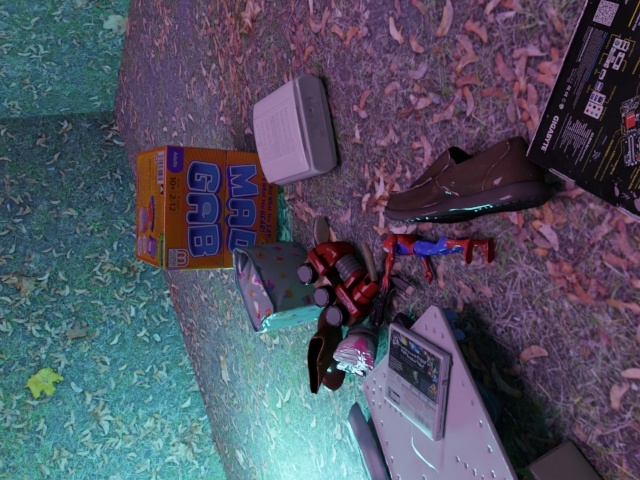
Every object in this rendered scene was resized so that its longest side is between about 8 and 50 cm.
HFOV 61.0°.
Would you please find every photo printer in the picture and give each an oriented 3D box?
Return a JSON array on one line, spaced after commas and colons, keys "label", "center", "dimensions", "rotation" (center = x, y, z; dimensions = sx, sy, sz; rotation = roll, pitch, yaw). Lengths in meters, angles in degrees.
[{"label": "photo printer", "center": [-0.086, -0.290, 1.506], "dimensions": [0.307, 0.107, 0.256], "rotation": [-6, 95, 60]}]

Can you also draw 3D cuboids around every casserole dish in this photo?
[{"label": "casserole dish", "center": [0.323, 0.368, 1.143], "dimensions": [0.114, 0.037, 0.188], "rotation": [43, 136, 44]}]

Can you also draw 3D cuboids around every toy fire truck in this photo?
[{"label": "toy fire truck", "center": [0.070, 0.073, 1.375], "dimensions": [0.246, 0.158, 0.217], "rotation": [-51, 61, 30]}]

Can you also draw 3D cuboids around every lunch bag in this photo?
[{"label": "lunch bag", "center": [-0.125, 0.119, 1.611], "dimensions": [0.262, 0.223, 0.160], "rotation": [61, 138, 26]}]

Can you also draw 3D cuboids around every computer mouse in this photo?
[{"label": "computer mouse", "center": [0.211, 0.192, 1.251], "dimensions": [0.262, 0.060, 0.184], "rotation": [48, 135, 48]}]

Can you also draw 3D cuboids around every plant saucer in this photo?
[{"label": "plant saucer", "center": [0.131, 0.580, 1.410], "dimensions": [0.317, 0.043, 0.318], "rotation": [162, 90, -83]}]

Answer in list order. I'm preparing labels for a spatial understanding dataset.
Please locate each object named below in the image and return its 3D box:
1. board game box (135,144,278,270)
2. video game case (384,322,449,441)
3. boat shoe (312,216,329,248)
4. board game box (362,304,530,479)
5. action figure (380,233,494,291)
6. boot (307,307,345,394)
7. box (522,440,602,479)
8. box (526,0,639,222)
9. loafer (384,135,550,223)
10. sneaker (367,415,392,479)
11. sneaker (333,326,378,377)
[{"label": "board game box", "center": [-0.376, -0.103, 1.757], "dimensions": [0.356, 0.356, 0.357], "rotation": [8, 97, 58]}, {"label": "video game case", "center": [0.190, 0.278, 1.097], "dimensions": [0.190, 0.022, 0.173], "rotation": [-154, 64, -64]}, {"label": "boat shoe", "center": [0.000, 0.000, 1.535], "dimensions": [0.043, 0.049, 0.137], "rotation": [12, 116, 59]}, {"label": "board game box", "center": [0.233, 0.389, 1.098], "dimensions": [0.390, 0.050, 0.390], "rotation": [118, 142, -48]}, {"label": "action figure", "center": [0.220, 0.051, 1.134], "dimensions": [0.280, 0.091, 0.139], "rotation": [10, 97, 58]}, {"label": "boot", "center": [0.019, 0.331, 1.442], "dimensions": [0.280, 0.096, 0.264], "rotation": [-59, -24, -75]}, {"label": "box", "center": [0.451, 0.518, 0.902], "dimensions": [0.311, 0.121, 0.148], "rotation": [55, 143, 33]}, {"label": "box", "center": [0.438, -0.198, 0.700], "dimensions": [0.257, 0.079, 0.322], "rotation": [44, 136, 41]}, {"label": "loafer", "center": [0.258, -0.105, 1.008], "dimensions": [0.366, 0.133, 0.130], "rotation": [-9, 82, 56]}, {"label": "sneaker", "center": [0.198, 0.531, 1.364], "dimensions": [0.229, 0.087, 0.092], "rotation": [59, 145, 26]}, {"label": "sneaker", "center": [0.093, 0.263, 1.359], "dimensions": [0.252, 0.102, 0.111], "rotation": [98, -168, -69]}]
